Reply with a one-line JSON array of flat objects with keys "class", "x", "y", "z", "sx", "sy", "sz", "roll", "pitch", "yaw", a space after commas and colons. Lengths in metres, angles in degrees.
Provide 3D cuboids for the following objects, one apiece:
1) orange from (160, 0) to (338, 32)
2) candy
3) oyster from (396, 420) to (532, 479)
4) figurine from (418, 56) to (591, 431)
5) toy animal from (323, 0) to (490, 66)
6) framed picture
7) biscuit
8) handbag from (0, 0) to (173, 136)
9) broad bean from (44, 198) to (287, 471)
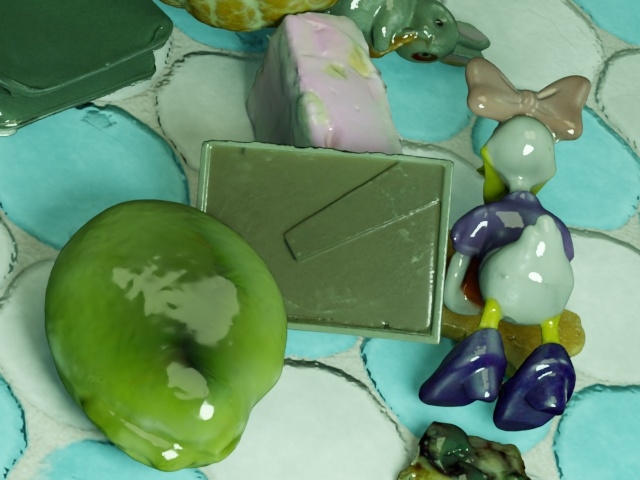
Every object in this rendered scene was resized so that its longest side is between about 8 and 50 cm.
[{"class": "orange", "x": -0.084, "y": -0.400, "z": 2.180, "sx": 0.329, "sy": 0.249, "sz": 0.329, "roll": -1, "pitch": 82, "yaw": 4}, {"class": "candy", "x": 0.007, "y": -0.109, "z": 2.125, "sx": 0.115, "sy": 0.155, "sz": 0.265, "roll": 2, "pitch": 51, "yaw": -19}, {"class": "oyster", "x": 0.168, "y": 0.330, "z": 1.868, "sx": 0.221, "sy": 0.096, "sz": 0.361, "roll": 17, "pitch": 44, "yaw": -1}, {"class": "figurine", "x": 0.204, "y": -0.002, "z": 2.049, "sx": 0.154, "sy": 0.193, "sz": 0.421, "roll": 11, "pitch": 50, "yaw": -7}, {"class": "toy animal", "x": 0.104, "y": -0.270, "z": 2.334, "sx": 0.236, "sy": 0.138, "sz": 0.108, "roll": 15, "pitch": 13, "yaw": -8}, {"class": "framed picture", "x": 0.000, "y": 0.000, "z": 1.977, "sx": 0.265, "sy": 0.192, "sz": 0.018, "roll": 6, "pitch": 1, "yaw": 8}, {"class": "biscuit", "x": 0.181, "y": 0.078, "z": 2.127, "sx": 0.225, "sy": 0.036, "sz": 0.166, "roll": 32, "pitch": 52, "yaw": 7}, {"class": "handbag", "x": -0.329, "y": -0.257, "z": 2.155, "sx": 0.247, "sy": 0.079, "sz": 0.260, "roll": -26, "pitch": 65, "yaw": -39}, {"class": "broad bean", "x": -0.148, "y": 0.089, "z": 1.889, "sx": 0.238, "sy": 0.119, "sz": 0.291, "roll": -9, "pitch": 63, "yaw": -14}]
